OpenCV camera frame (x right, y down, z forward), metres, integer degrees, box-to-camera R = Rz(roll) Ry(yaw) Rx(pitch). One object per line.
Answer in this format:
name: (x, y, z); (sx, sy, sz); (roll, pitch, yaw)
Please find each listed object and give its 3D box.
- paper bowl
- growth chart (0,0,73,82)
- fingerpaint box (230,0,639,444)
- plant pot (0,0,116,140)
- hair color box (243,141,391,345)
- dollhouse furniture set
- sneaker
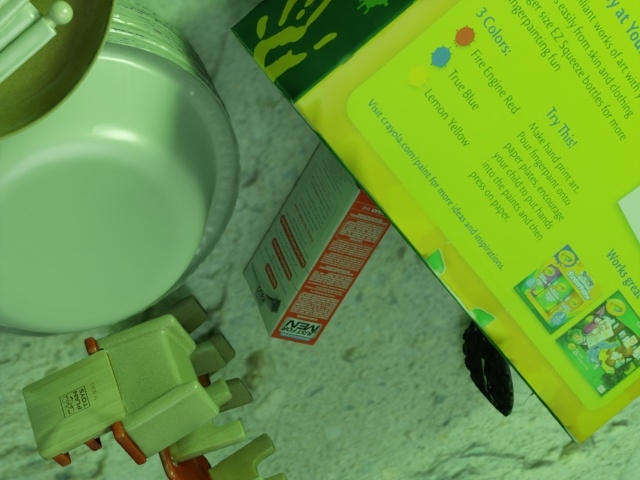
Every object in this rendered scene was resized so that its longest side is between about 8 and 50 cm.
paper bowl: (-0.200, -0.041, 1.059); (0.284, 0.148, 0.284); (-13, 131, -15)
growth chart: (-0.278, -0.193, 0.899); (0.172, 0.021, 0.237); (-30, 93, 8)
fingerpaint box: (0.213, -0.111, 1.075); (0.371, 0.163, 0.445); (-40, 126, 3)
plant pot: (-0.250, -0.181, 0.925); (0.236, 0.032, 0.236); (0, 95, 4)
hair color box: (0.000, 0.000, 1.211); (0.053, 0.093, 0.167); (16, 120, -32)
dollhouse furniture set: (-0.130, 0.176, 1.165); (0.135, 0.262, 0.259); (-27, 144, 2)
sneaker: (0.204, 0.052, 1.349); (0.108, 0.100, 0.271); (-26, 137, -21)
